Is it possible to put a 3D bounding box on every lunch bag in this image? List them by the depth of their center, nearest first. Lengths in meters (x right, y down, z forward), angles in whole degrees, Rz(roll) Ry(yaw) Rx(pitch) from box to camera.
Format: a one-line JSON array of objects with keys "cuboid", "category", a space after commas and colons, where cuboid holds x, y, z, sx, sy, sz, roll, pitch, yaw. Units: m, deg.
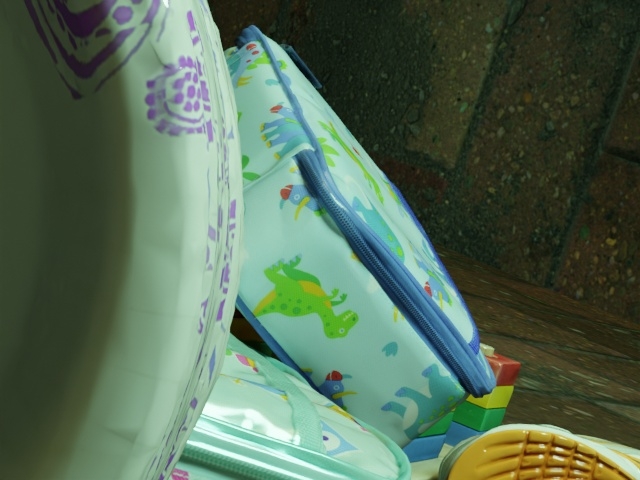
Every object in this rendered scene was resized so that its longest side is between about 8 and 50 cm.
[{"cuboid": [-0.091, 0.076, 0.786, 0.224, 0.108, 0.279, 17, 5, -17], "category": "lunch bag"}, {"cuboid": [0.000, 0.000, 1.003, 0.176, 0.090, 0.219, 52, 6, -30], "category": "lunch bag"}]

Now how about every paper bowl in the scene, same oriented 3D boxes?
[{"cuboid": [-0.160, -0.012, 0.475, 0.284, 0.284, 0.148, 19, 3, 4], "category": "paper bowl"}]

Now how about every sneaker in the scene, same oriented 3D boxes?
[{"cuboid": [0.187, 0.154, 1.075, 0.262, 0.099, 0.121, 19, 0, -7], "category": "sneaker"}]

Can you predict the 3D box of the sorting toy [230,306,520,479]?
[{"cuboid": [-0.012, 0.075, 1.207, 0.255, 0.089, 0.257, 20, 5, 22], "category": "sorting toy"}]
